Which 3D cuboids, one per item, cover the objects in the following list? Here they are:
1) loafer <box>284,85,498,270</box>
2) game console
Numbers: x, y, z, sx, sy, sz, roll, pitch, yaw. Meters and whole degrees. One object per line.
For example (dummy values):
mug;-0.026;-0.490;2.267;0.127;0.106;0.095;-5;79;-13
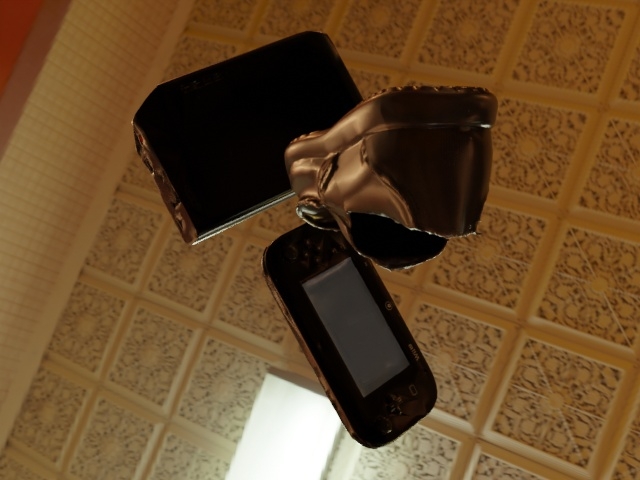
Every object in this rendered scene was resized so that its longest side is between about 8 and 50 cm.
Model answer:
loafer;0.028;-0.022;0.499;0.080;0.220;0.078;-1;-95;-10
game console;0.000;0.000;0.820;0.361;0.213;0.044;62;-30;1
